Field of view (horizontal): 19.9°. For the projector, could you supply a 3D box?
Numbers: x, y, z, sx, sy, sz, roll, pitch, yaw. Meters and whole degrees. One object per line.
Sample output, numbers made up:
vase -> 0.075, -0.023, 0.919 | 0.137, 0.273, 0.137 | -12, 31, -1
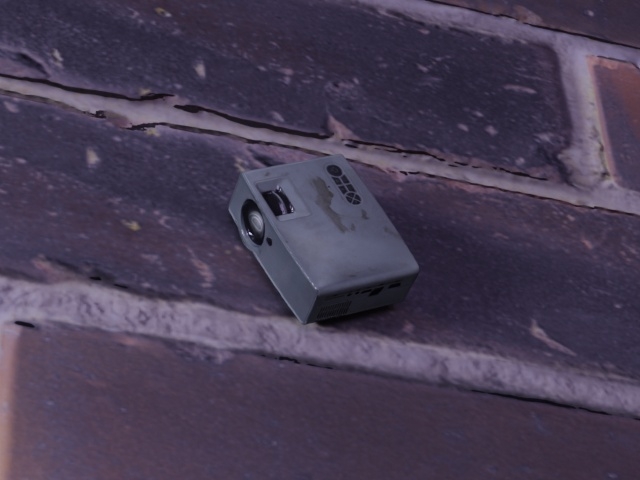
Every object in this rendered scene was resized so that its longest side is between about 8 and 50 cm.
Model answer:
projector -> 0.000, 0.000, 1.613 | 0.115, 0.061, 0.147 | -11, 53, -34
